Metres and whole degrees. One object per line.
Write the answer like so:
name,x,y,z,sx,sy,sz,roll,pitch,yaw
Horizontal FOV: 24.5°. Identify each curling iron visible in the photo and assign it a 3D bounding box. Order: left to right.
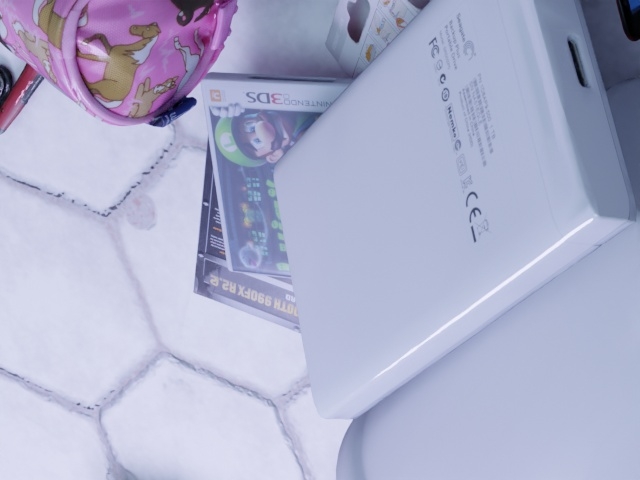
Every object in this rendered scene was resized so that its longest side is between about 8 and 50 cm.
curling iron,-0.272,-0.193,1.417,0.068,0.035,0.274,48,128,-2

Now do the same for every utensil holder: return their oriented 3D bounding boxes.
utensil holder,0.240,0.114,1.132,0.327,0.327,0.385,36,124,7

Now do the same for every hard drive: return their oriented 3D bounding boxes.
hard drive,0.079,-0.039,1.079,0.353,0.047,0.233,-42,51,49

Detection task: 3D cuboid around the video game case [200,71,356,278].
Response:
video game case,-0.015,-0.052,1.291,0.173,0.022,0.190,6,117,26

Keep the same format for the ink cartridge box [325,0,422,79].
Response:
ink cartridge box,0.099,-0.127,1.202,0.225,0.056,0.181,55,161,13

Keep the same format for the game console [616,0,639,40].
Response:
game console,0.252,-0.226,1.006,0.124,0.085,0.144,-14,111,14

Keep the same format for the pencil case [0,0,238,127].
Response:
pencil case,-0.232,-0.233,1.217,0.386,0.160,0.167,35,169,40

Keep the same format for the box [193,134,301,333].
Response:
box,0.000,0.000,1.360,0.231,0.056,0.183,19,123,19
